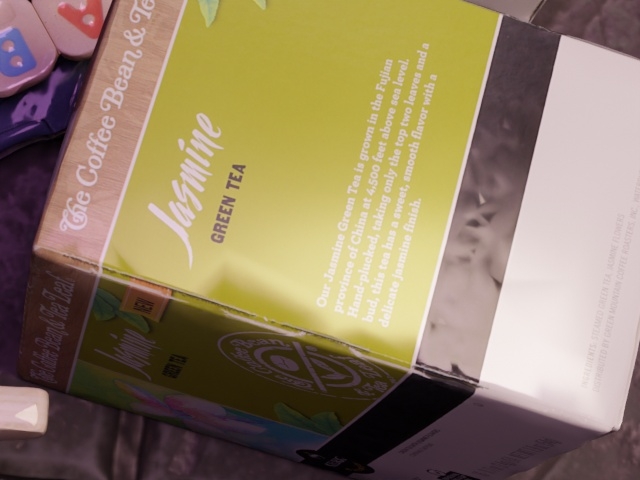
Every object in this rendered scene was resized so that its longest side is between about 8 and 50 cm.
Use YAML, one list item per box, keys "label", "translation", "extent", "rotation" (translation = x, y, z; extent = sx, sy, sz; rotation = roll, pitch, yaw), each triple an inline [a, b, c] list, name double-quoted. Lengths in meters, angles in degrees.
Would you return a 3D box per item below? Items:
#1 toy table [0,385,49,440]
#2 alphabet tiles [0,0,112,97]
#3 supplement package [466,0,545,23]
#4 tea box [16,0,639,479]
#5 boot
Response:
- label: "toy table"
  translation: [-0.298, 0.104, 1.015]
  extent: [0.252, 0.161, 0.274]
  rotation: [-6, 76, -14]
- label: "alphabet tiles"
  translation: [-0.262, -0.215, 1.150]
  extent: [0.284, 0.021, 0.278]
  rotation: [-27, 68, -10]
- label: "supplement package"
  translation: [0.105, -0.291, 1.164]
  extent: [0.204, 0.262, 0.145]
  rotation: [18, 70, -6]
- label: "tea box"
  translation: [0.000, 0.000, 1.020]
  extent: [0.324, 0.329, 0.220]
  rotation: [18, 71, -5]
- label: "boot"
  translation: [-0.170, -0.125, 1.166]
  extent: [0.190, 0.069, 0.086]
  rotation: [-26, 88, -10]
